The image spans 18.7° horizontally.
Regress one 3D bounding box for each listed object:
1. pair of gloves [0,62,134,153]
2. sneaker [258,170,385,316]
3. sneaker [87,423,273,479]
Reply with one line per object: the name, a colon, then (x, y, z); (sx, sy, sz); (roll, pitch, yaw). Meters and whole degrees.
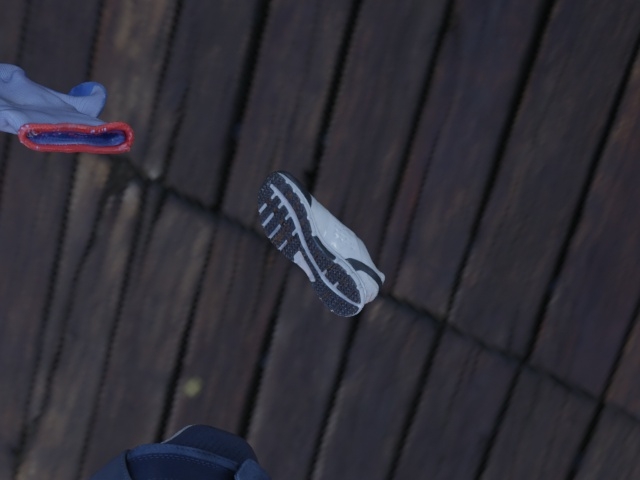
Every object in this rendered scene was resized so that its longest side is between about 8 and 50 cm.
pair of gloves: (-0.163, -0.058, 0.733); (0.159, 0.198, 0.023); (22, 108, 55)
sneaker: (0.000, 0.000, 1.268); (0.040, 0.044, 0.109); (-40, 81, 38)
sneaker: (-0.012, 0.169, 0.729); (0.086, 0.163, 0.226); (-35, 117, 2)
